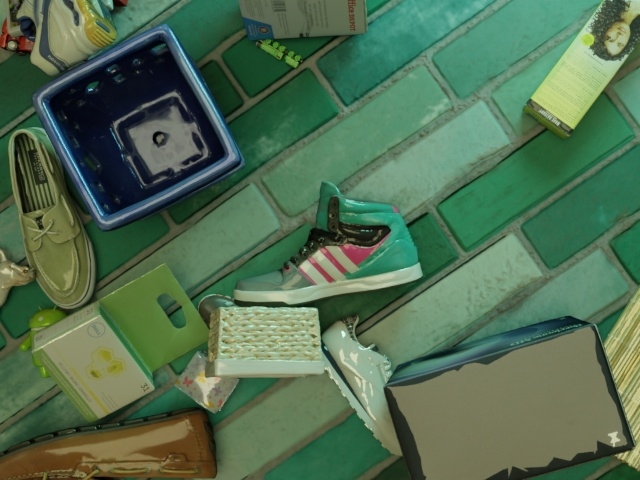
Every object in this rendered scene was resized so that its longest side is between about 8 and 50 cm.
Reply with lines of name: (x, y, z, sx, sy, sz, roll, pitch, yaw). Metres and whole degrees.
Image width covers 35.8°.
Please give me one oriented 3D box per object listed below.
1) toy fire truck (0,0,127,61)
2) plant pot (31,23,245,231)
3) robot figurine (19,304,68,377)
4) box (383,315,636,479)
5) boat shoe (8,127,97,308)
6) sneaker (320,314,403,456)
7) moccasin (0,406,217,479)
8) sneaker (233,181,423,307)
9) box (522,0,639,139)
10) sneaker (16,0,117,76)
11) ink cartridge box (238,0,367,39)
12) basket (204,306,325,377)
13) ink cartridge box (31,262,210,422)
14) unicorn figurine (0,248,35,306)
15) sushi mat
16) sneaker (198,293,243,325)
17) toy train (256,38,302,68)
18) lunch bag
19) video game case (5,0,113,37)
toy fire truck: (-0.416, -0.360, 1.602, 0.192, 0.047, 0.135, 9, 91, 5)
plant pot: (-0.257, -0.162, 1.509, 0.236, 0.212, 0.236, -28, 88, 5)
robot figurine: (-0.432, 0.162, 1.596, 0.101, 0.067, 0.115, -7, 91, 33)
box: (0.262, 0.231, 1.421, 0.296, 0.294, 0.183, -18, 86, 7)
boat shoe: (-0.442, -0.034, 1.582, 0.109, 0.094, 0.302, -17, 89, 4)
sneaker: (0.083, 0.230, 1.553, 0.095, 0.090, 0.235, -35, 89, -6)
moccasin: (-0.352, 0.364, 1.567, 0.380, 0.139, 0.147, -9, 81, -5)
sneaker: (0.000, 0.000, 1.532, 0.295, 0.124, 0.178, -10, 95, -3)
box: (0.416, -0.275, 1.533, 0.087, 0.058, 0.232, 35, 94, 3)
sneaker: (-0.399, -0.364, 1.462, 0.131, 0.112, 0.296, -33, 48, 11)
ink cartridge box: (-0.026, -0.377, 1.520, 0.190, 0.139, 0.082, -3, 71, 3)
basket: (-0.086, 0.154, 1.491, 0.167, 0.113, 0.103, 1, 80, -15)
ink cartridge box: (-0.303, 0.163, 1.548, 0.235, 0.056, 0.171, -28, 121, 2)
unicorn figurine: (-0.520, 0.061, 1.602, 0.111, 0.060, 0.162, 34, 126, 5)
sushi mat: (0.513, 0.190, 1.549, 0.151, 0.019, 0.316, 31, 92, 3)
sneaker: (-0.128, 0.139, 1.574, 0.158, 0.065, 0.061, 35, 94, 3)
toy train: (-0.068, -0.303, 1.591, 0.083, 0.017, 0.024, 31, 103, 4)
lunch bag: (-0.178, 0.227, 1.586, 0.083, 0.053, 0.071, 33, 91, 13)
video game case: (-0.422, -0.429, 1.581, 0.173, 0.022, 0.190, -13, 71, 8)
